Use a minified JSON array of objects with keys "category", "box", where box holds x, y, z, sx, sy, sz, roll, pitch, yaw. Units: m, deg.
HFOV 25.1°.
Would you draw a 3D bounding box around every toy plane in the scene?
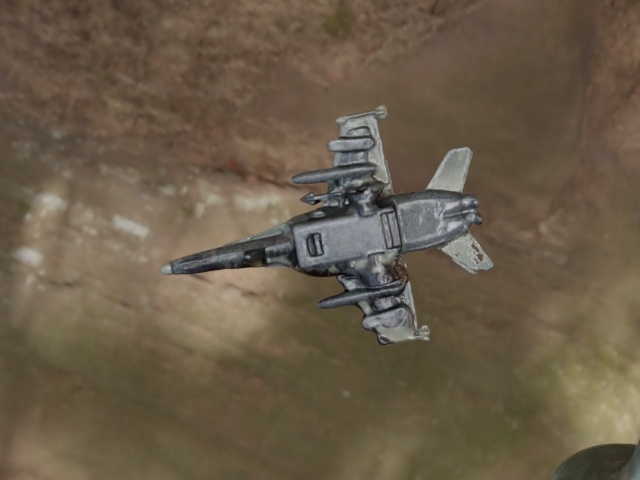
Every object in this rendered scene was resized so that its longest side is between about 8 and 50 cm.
[{"category":"toy plane","box":[0.000,0.001,1.142,0.262,0.192,0.088,-13,-174,-3]}]

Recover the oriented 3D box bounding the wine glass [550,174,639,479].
[{"category":"wine glass","box":[0.201,-0.022,0.758,0.096,0.264,0.310,11,128,7]}]
